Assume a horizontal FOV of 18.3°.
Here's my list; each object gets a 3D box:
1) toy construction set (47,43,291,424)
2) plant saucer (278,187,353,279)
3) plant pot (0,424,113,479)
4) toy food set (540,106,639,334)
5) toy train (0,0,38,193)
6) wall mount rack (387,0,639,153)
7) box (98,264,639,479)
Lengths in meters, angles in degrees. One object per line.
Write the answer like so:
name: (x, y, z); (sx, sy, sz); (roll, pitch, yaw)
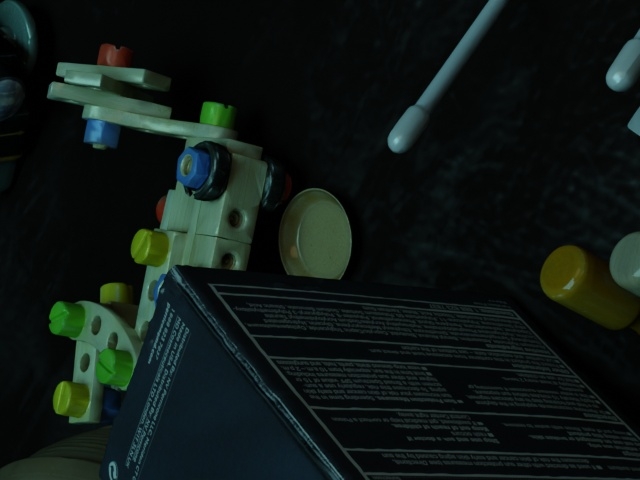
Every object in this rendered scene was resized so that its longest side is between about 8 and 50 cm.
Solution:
toy construction set: (-0.135, 0.001, 1.646); (0.215, 0.151, 0.328); (7, 99, 56)
plant saucer: (0.000, 0.000, 1.591); (0.083, 0.015, 0.083); (1, 91, 46)
plant pot: (-0.159, 0.232, 1.657); (0.237, 0.237, 0.110); (-24, 32, 43)
toy food set: (0.260, -0.028, 1.296); (0.232, 0.104, 0.111); (-57, 38, 8)
toy train: (-0.388, -0.182, 1.902); (0.334, 0.142, 0.190); (44, 130, 36)
wall mount rack: (0.157, -0.218, 1.320); (0.350, 0.130, 0.304); (-14, 74, 51)
box: (0.056, 0.172, 1.302); (0.294, 0.296, 0.183); (46, 123, 49)
